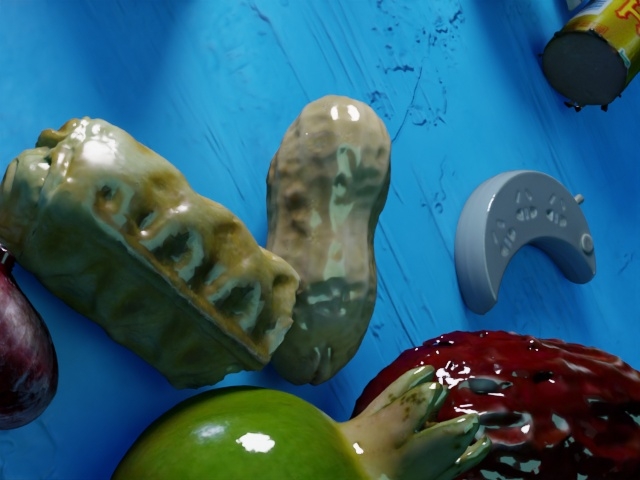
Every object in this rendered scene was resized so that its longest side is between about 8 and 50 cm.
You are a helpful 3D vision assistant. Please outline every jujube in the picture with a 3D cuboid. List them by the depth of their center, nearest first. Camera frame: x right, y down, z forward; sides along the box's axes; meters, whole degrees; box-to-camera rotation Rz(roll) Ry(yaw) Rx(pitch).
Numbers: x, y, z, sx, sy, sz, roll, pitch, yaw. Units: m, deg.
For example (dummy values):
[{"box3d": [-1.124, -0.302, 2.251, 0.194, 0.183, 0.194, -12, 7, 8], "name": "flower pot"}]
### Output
[{"box3d": [0.213, 0.224, 1.076, 0.376, 0.258, 0.258, 10, 77, -39], "name": "jujube"}]

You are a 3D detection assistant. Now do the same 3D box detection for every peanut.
[{"box3d": [0.000, 0.000, 1.015, 0.130, 0.130, 0.290, 13, 81, -38], "name": "peanut"}]

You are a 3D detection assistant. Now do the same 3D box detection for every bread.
[{"box3d": [-0.153, 0.010, 0.877, 0.267, 0.130, 0.152, 42, 76, -27], "name": "bread"}]

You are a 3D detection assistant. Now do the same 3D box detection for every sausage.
[{"box3d": [0.434, -0.303, 1.429, 0.317, 0.117, 0.125, -42, 125, -36], "name": "sausage"}]

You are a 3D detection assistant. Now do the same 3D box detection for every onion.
[{"box3d": [-0.281, 0.068, 0.786, 0.206, 0.098, 0.151, 50, 54, -23], "name": "onion"}]

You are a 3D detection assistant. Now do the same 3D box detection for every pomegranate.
[{"box3d": [-0.011, 0.253, 0.838, 0.358, 0.216, 0.310, -39, 96, 3], "name": "pomegranate"}]

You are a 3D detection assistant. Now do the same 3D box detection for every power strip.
[{"box3d": [0.263, -0.008, 1.282, 0.253, 0.054, 0.168, -14, 93, -39], "name": "power strip"}]

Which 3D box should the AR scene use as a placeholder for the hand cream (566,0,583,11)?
[{"box3d": [0.298, -0.477, 1.380, 0.085, 0.058, 0.331, -43, 110, -44], "name": "hand cream"}]
